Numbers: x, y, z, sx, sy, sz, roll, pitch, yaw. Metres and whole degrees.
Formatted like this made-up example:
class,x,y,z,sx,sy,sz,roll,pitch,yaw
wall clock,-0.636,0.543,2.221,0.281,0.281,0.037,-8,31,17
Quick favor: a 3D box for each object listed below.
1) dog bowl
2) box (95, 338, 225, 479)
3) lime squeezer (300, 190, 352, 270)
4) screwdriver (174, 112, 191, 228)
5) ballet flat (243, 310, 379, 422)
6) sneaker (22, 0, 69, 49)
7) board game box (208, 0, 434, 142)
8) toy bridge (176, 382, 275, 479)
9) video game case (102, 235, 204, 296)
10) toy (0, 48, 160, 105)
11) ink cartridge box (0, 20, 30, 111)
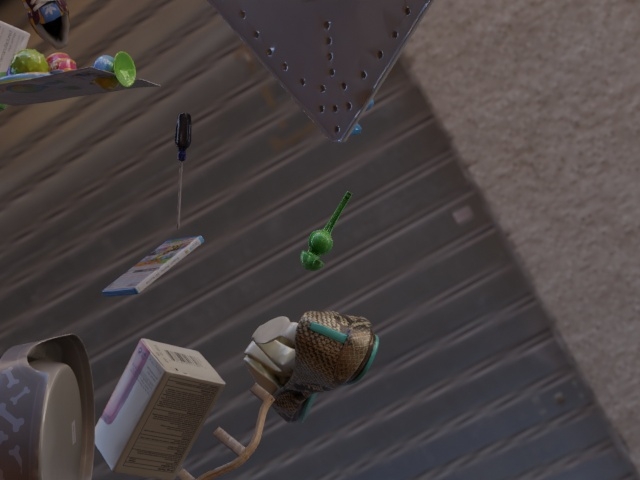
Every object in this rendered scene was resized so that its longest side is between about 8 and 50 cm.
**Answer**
class,x,y,z,sx,sy,sz,roll,pitch,yaw
dog bowl,-0.454,0.324,1.882,0.102,0.348,0.349,1,2,2
box,-0.314,0.326,2.236,0.149,0.127,0.232,19,-75,-41
lime squeezer,0.000,0.000,2.547,0.310,0.059,0.110,-63,-9,-56
screwdriver,-0.201,-0.101,1.676,0.024,0.170,0.025,3,-9,-8
ballet flat,-0.042,0.208,2.071,0.164,0.182,0.483,-67,6,-21
sneaker,-0.383,-0.347,1.592,0.070,0.084,0.185,-27,-33,-9
board game box,0.015,-0.409,1.687,0.050,0.390,0.390,-12,-35,-46
toy bridge,-0.132,0.302,1.722,0.188,0.063,0.026,-49,-29,-14
video game case,-0.296,0.046,2.056,0.166,0.015,0.119,-41,20,-34
toy,-0.331,-0.206,1.425,0.237,0.056,0.137,0,-2,28
ink cartridge box,-0.668,-0.344,2.120,0.219,0.160,0.092,21,-13,-29
